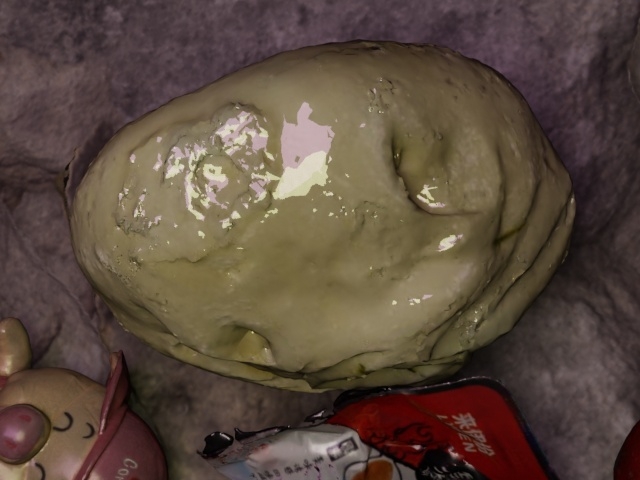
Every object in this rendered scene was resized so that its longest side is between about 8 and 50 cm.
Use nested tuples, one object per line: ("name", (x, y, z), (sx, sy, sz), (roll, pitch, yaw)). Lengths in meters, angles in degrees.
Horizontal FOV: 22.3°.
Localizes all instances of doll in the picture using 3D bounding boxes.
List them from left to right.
("doll", (-0.244, 0.165, 1.324), (0.256, 0.152, 0.196), (18, 97, 18))

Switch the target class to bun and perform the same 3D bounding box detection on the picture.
("bun", (0.000, 0.000, 1.185), (0.326, 0.362, 0.234), (-31, 68, 57))

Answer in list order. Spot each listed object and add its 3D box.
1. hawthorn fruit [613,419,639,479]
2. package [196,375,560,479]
("hawthorn fruit", (0.283, 0.176, 1.140), (0.188, 0.169, 0.169), (-29, 70, 14))
("package", (0.048, 0.173, 1.220), (0.269, 0.194, 0.071), (-16, 50, 25))
